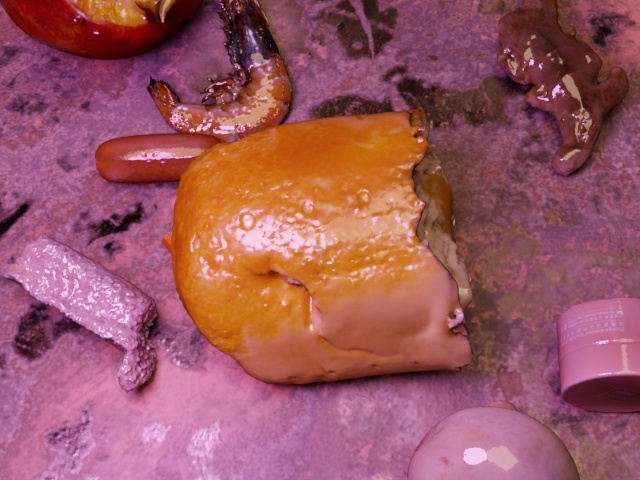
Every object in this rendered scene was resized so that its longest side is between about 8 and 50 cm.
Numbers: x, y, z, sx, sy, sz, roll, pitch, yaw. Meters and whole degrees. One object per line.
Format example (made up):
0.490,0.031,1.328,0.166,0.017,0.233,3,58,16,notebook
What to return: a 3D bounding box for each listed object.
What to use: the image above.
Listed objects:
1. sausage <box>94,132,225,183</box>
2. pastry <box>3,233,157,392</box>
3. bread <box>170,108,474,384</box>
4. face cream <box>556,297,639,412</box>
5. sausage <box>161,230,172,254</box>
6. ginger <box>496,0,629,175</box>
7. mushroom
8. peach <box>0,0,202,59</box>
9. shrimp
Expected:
-0.234,-0.123,1.472,0.198,0.076,0.076,-2,63,0,sausage
-0.312,0.084,1.353,0.265,0.103,0.112,40,88,13,pastry
0.000,0.000,1.302,0.394,0.250,0.361,-5,62,1,bread
0.382,0.149,1.269,0.149,0.149,0.104,2,62,3,face cream
-0.187,0.032,1.415,0.031,0.031,0.107,-36,67,-15,sausage
0.369,-0.268,1.520,0.166,0.080,0.333,-24,61,3,ginger
0.213,0.282,1.209,0.207,0.207,0.215,10,29,7,mushroom
-0.329,-0.467,1.519,0.335,0.310,0.406,27,74,-26,peach
-0.167,-0.281,1.556,0.222,0.054,0.290,-11,71,-4,shrimp
